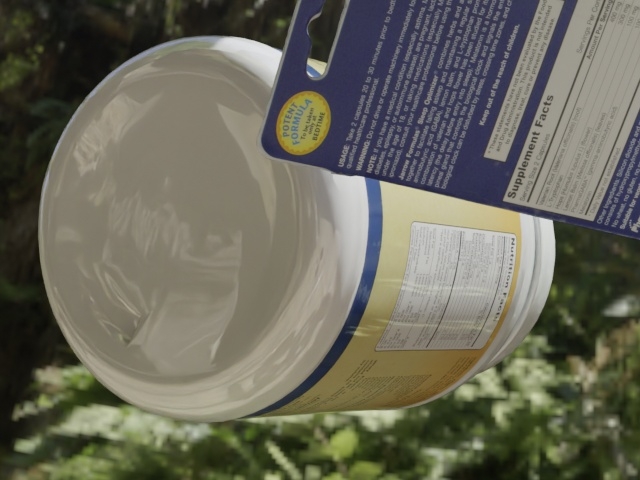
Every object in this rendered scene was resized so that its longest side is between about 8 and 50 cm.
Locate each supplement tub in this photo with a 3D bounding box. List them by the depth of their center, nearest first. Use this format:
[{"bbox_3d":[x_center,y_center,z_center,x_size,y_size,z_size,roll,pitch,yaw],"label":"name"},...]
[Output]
[{"bbox_3d":[0.000,0.000,0.994,0.228,0.228,0.316,-15,-11,31],"label":"supplement tub"}]

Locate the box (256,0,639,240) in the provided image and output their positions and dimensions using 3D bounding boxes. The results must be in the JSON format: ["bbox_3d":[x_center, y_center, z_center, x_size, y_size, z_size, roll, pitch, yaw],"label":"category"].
[{"bbox_3d":[0.092,-0.081,0.709,0.225,0.036,0.136,12,-66,-14],"label":"box"}]
